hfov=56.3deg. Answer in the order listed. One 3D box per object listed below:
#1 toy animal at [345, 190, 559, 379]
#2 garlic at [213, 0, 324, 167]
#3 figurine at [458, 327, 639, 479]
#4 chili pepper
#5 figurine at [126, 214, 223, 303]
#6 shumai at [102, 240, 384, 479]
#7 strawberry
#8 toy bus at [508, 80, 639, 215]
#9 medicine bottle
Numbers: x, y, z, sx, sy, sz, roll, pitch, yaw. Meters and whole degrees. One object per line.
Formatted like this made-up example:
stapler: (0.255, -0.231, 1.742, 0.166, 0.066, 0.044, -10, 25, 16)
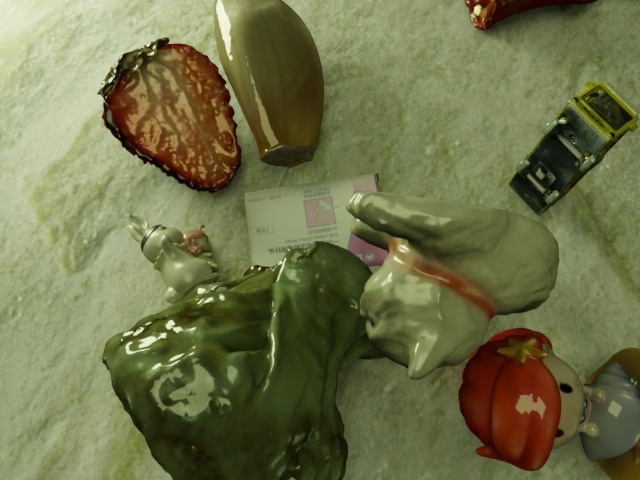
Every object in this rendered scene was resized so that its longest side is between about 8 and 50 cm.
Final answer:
toy animal: (0.163, 0.057, 0.710, 0.265, 0.308, 0.188, -4, 80, -1)
garlic: (-0.074, -0.253, 0.913, 0.143, 0.112, 0.318, -9, 68, -25)
figurine: (0.264, 0.191, 0.702, 0.256, 0.181, 0.208, 16, 28, -20)
chili pepper: (0.403, -0.446, 0.959, 0.337, 0.135, 0.131, -14, 58, -2)
figurine: (-0.206, 0.018, 0.855, 0.098, 0.081, 0.146, -11, 57, -49)
shumai: (-0.045, 0.125, 0.673, 0.288, 0.330, 0.292, -40, 50, -1)
strawberry: (-0.219, -0.172, 0.902, 0.190, 0.111, 0.237, -35, 97, -21)
toy bus: (0.326, -0.110, 0.796, 0.074, 0.226, 0.081, -33, 72, -14)
medicine bottle: (0.000, 0.000, 0.858, 0.200, 0.052, 0.171, -7, 72, 0)
